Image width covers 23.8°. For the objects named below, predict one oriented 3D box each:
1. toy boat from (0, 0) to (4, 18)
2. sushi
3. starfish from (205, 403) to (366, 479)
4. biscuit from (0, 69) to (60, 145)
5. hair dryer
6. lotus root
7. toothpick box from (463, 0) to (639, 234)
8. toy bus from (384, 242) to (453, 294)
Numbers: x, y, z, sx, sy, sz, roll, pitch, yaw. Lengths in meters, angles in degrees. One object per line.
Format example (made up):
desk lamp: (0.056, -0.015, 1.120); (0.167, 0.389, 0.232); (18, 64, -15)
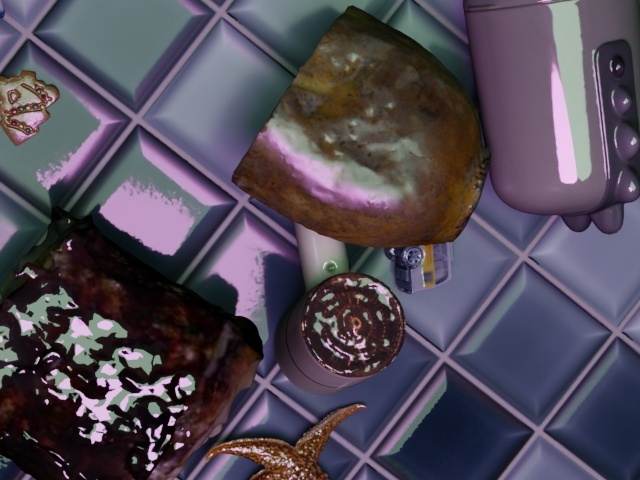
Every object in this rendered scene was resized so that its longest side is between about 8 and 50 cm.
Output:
toy boat: (-0.498, -0.281, 1.754); (0.262, 0.114, 0.115); (17, 127, -12)
sushi: (-0.261, 0.149, 1.764); (0.294, 0.281, 0.299); (36, 77, -12)
starfish: (-0.032, 0.292, 1.934); (0.213, 0.057, 0.238); (39, 91, -20)
biscuit: (-0.361, -0.160, 1.835); (0.082, 0.016, 0.092); (13, 94, -11)
hair dryer: (0.000, 0.000, 1.850); (0.128, 0.203, 0.362); (-8, 80, -12)
lotus root: (0.079, -0.115, 1.768); (0.260, 0.149, 0.267); (34, 59, 2)
toothpick box: (0.301, -0.163, 1.836); (0.229, 0.229, 0.316); (-11, 100, -8)
toy bus: (0.121, -0.032, 1.911); (0.075, 0.064, 0.190); (-10, 100, -20)
